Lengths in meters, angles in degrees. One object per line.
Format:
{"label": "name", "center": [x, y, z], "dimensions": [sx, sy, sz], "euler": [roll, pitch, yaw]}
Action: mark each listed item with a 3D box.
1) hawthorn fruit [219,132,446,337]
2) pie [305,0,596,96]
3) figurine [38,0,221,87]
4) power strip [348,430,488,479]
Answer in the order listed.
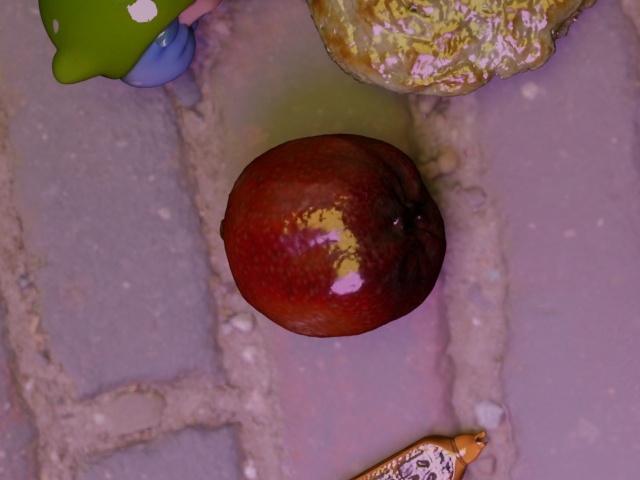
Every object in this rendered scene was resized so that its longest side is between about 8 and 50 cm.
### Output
{"label": "hawthorn fruit", "center": [0.000, 0.000, 1.487], "dimensions": [0.188, 0.169, 0.169], "euler": [-9, 90, 36]}
{"label": "pie", "center": [0.105, -0.213, 1.480], "dimensions": [0.248, 0.090, 0.201], "euler": [-8, 92, 15]}
{"label": "figurine", "center": [-0.117, -0.229, 1.514], "dimensions": [0.263, 0.143, 0.162], "euler": [-34, 47, 18]}
{"label": "power strip", "center": [0.061, 0.203, 1.544], "dimensions": [0.178, 0.028, 0.049], "euler": [-32, 83, 15]}
